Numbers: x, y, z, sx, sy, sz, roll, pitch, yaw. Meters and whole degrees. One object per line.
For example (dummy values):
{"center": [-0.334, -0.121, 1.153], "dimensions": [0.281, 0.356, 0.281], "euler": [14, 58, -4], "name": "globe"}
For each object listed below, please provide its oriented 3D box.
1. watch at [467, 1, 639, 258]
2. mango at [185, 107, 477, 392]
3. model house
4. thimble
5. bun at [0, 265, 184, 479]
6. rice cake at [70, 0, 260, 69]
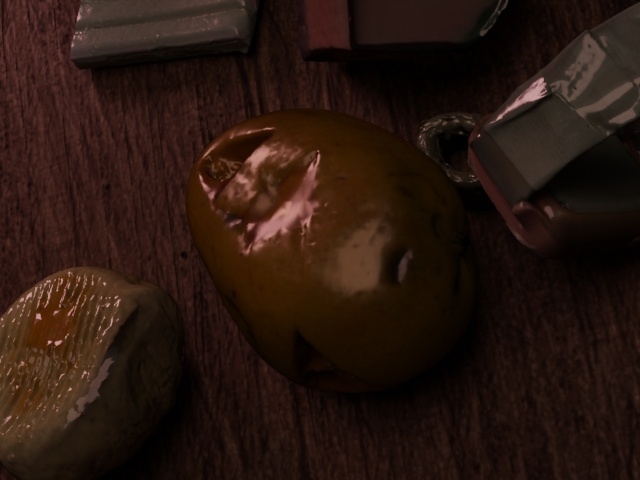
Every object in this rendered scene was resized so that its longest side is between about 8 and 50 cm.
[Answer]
{"center": [0.286, -0.113, 1.384], "dimensions": [0.241, 0.253, 0.162], "euler": [-54, 54, 40], "name": "watch"}
{"center": [0.000, 0.000, 1.510], "dimensions": [0.365, 0.182, 0.253], "euler": [35, 88, 44], "name": "mango"}
{"center": [0.062, -0.307, 1.609], "dimensions": [0.237, 0.202, 0.237], "euler": [-168, 70, -65], "name": "model house"}
{"center": [0.147, -0.084, 1.541], "dimensions": [0.084, 0.062, 0.110], "euler": [-48, 58, -4], "name": "thimble"}
{"center": [-0.236, 0.149, 1.550], "dimensions": [0.244, 0.153, 0.244], "euler": [-24, 42, 24], "name": "bun"}
{"center": [-0.175, -0.264, 1.774], "dimensions": [0.237, 0.043, 0.127], "euler": [-2, 67, 22], "name": "rice cake"}
